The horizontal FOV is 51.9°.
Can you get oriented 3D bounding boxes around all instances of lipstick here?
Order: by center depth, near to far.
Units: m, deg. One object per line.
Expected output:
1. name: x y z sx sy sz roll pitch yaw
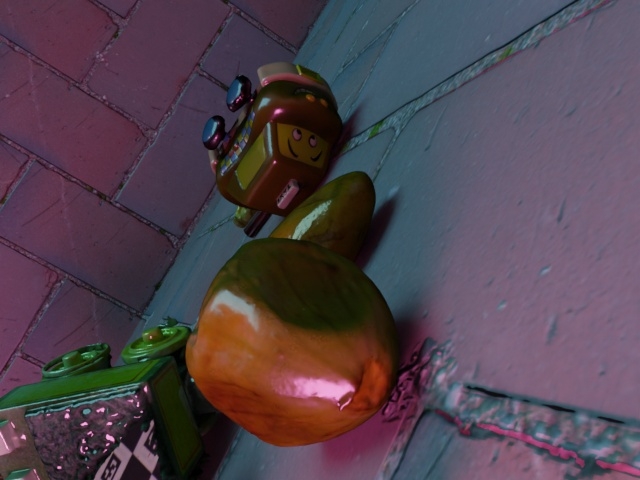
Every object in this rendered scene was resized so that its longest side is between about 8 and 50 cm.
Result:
1. lipstick: -0.093 -0.074 1.276 0.176 0.027 0.027 -49 17 27

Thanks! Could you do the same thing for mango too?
1. mango: -0.003 0.004 0.688 0.165 0.089 0.115 -44 10 35

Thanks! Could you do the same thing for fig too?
1. fig: -0.015 0.074 0.474 0.165 0.144 0.154 0 92 50

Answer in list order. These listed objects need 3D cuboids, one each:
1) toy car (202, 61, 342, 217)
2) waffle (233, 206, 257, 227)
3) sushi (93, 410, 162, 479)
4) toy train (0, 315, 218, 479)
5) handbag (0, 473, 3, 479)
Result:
1. toy car: -0.066 -0.138 1.068 0.248 0.204 0.198 -52 39 31
2. waffle: -0.106 -0.152 1.424 0.250 0.056 0.261 -52 13 22
3. sushi: -0.175 0.326 0.531 0.264 0.050 0.290 -51 34 10
4. toy train: -0.247 0.206 0.780 0.271 0.159 0.188 -13 11 15
5. handbag: -0.491 0.476 0.979 0.341 0.247 0.240 122 146 -42
